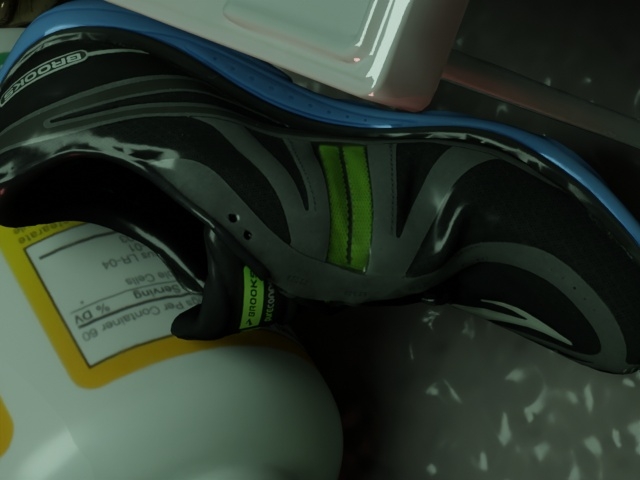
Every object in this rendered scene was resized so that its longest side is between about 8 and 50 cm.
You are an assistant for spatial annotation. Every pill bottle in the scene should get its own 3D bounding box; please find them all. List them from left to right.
[{"bbox_3d":[-0.065,0.044,0.510,0.117,0.117,0.208,-50,54,21],"label":"pill bottle"}]

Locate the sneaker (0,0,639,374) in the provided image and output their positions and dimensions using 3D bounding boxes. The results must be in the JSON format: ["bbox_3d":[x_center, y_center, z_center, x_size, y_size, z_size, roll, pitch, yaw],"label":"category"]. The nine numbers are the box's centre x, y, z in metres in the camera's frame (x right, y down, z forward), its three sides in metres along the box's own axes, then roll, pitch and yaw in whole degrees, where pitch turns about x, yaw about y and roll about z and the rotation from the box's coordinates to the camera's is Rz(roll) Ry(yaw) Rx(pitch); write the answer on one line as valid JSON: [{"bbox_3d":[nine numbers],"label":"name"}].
[{"bbox_3d":[0.000,0.000,0.452,0.188,0.067,0.078,19,60,4],"label":"sneaker"}]

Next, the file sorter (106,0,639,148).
[{"bbox_3d":[0.041,-0.173,0.431,0.193,0.173,0.277,25,97,40],"label":"file sorter"}]

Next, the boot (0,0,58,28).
[{"bbox_3d":[-0.152,-0.156,0.652,0.213,0.077,0.165,-1,93,57],"label":"boot"}]
